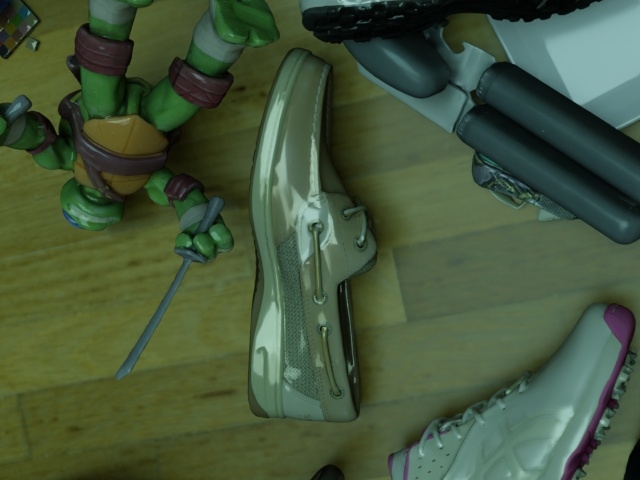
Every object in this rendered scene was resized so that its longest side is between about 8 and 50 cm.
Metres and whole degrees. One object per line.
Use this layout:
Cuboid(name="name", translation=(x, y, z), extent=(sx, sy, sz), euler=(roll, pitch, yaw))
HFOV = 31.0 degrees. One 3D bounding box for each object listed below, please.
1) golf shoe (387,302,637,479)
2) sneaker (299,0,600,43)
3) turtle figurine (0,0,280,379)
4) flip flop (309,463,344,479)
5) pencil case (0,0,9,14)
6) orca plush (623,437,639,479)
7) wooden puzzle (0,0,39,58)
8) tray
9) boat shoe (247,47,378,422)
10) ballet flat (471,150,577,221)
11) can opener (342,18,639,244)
Cuboid(name="golf shoe", translation=(0.131, 0.168, 0.892), extent=(0.140, 0.115, 0.306), euler=(31, 101, 15))
Cuboid(name="sneaker", translation=(0.117, -0.210, 0.811), extent=(0.272, 0.100, 0.108), euler=(-6, 83, -7))
Cuboid(name="turtle figurine", translation=(-0.149, -0.060, 0.848), extent=(0.198, 0.275, 0.266), euler=(37, 127, 9))
Cuboid(name="flip flop", translation=(-0.021, 0.310, 0.947), extent=(0.080, 0.112, 0.277), euler=(18, 102, 12))
Cuboid(name="pencil case", translation=(-0.410, -0.271, 1.012), extent=(0.284, 0.124, 0.124), euler=(12, 97, 15))
Cuboid(name="orca plush", translation=(0.364, 0.213, 0.830), extent=(0.287, 0.102, 0.151), euler=(34, 102, 11))
Cuboid(name="wooden puzzle", translation=(-0.284, -0.198, 1.036), extent=(0.049, 0.006, 0.083), euler=(-44, 82, 14))
Cuboid(name="tray", translation=(0.190, -0.215, 0.886), extent=(0.145, 0.030, 0.270), euler=(-27, 87, 17))
Cuboid(name="boat shoe", translation=(0.000, 0.000, 0.922), extent=(0.098, 0.109, 0.302), euler=(5, 101, 10))
Cuboid(name="ballet flat", translation=(0.170, -0.037, 0.906), extent=(0.114, 0.041, 0.041), euler=(26, 101, 13))
Cuboid(name="can opener", translation=(0.128, -0.091, 0.866), extent=(0.280, 0.093, 0.074), euler=(35, 127, 19))
